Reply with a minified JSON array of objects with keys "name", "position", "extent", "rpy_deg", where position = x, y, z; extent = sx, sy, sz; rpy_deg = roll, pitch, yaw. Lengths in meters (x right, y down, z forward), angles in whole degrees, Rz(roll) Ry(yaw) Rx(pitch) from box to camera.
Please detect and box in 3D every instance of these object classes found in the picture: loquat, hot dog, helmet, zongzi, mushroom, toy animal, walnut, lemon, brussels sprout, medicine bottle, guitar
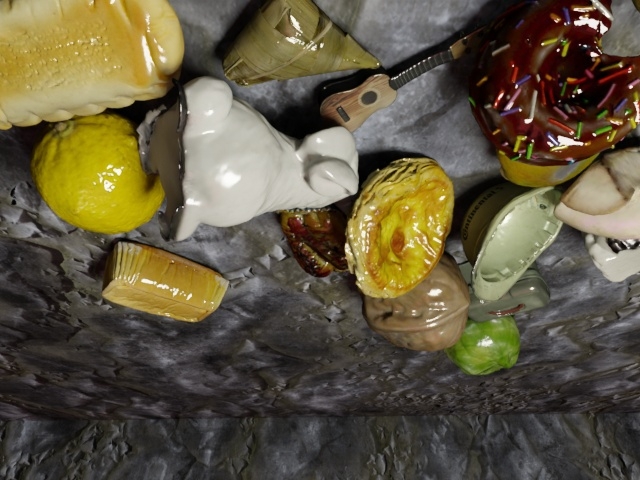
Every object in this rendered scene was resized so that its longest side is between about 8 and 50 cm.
[{"name":"loquat","position":[0.358,-0.160,0.735],"extent":[0.152,0.152,0.195],"rpy_deg":[8,155,-14]},{"name":"hot dog","position":[0.000,0.000,1.005],"extent":[0.163,0.082,0.270],"rpy_deg":[0,147,21]},{"name":"helmet","position":[0.347,-0.021,0.923],"extent":[0.257,0.137,0.204],"rpy_deg":[-48,132,1]},{"name":"zongzi","position":[-0.031,-0.250,0.650],"extent":[0.176,0.078,0.160],"rpy_deg":[23,145,-37]},{"name":"mushroom","position":[0.515,-0.050,0.782],"extent":[0.236,0.162,0.173],"rpy_deg":[-18,147,-32]},{"name":"toy animal","position":[-0.075,-0.118,0.708],"extent":[0.357,0.194,0.258],"rpy_deg":[-7,164,-35]},{"name":"walnut","position":[0.221,0.133,1.089],"extent":[0.273,0.273,0.227],"rpy_deg":[-25,168,31]},{"name":"lemon","position":[-0.350,-0.110,0.744],"extent":[0.192,0.192,0.231],"rpy_deg":[-7,153,9]},{"name":"brussels sprout","position":[0.478,0.294,1.373],"extent":[0.244,0.244,0.244],"rpy_deg":[-1,146,-1]},{"name":"medicine bottle","position":[0.065,-0.077,0.922],"extent":[0.058,0.058,0.091],"rpy_deg":[-21,142,27]},{"name":"guitar","position":[0.121,-0.246,0.688],"extent":[0.271,0.038,0.084],"rpy_deg":[-23,145,23]},{"name":"toy animal","position":[0.636,-0.030,0.928],"extent":[0.204,0.156,0.208],"rpy_deg":[30,128,-35]}]

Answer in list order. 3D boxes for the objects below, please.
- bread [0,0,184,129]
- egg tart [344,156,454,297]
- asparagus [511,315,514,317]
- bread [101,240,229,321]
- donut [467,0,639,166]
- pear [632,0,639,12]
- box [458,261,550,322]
[{"name":"bread","position":[-0.323,-0.245,0.591],"extent":[0.311,0.121,0.173],"rpy_deg":[-7,125,6]},{"name":"egg tart","position":[0.139,-0.028,0.889],"extent":[0.116,0.295,0.295],"rpy_deg":[23,169,45]},{"name":"asparagus","position":[0.586,0.236,1.435],"extent":[0.036,0.030,0.165],"rpy_deg":[-16,144,4]},{"name":"bread","position":[-0.378,0.106,1.133],"extent":[0.288,0.119,0.152],"rpy_deg":[24,142,-31]},{"name":"donut","position":[0.306,-0.206,0.592],"extent":[0.216,0.096,0.230],"rpy_deg":[-21,101,8]},{"name":"pear","position":[0.428,-0.307,0.468],"extent":[0.211,0.188,0.228],"rpy_deg":[-2,149,-3]},{"name":"box","position":[0.445,0.113,1.156],"extent":[0.210,0.129,0.148],"rpy_deg":[-23,142,29]}]
